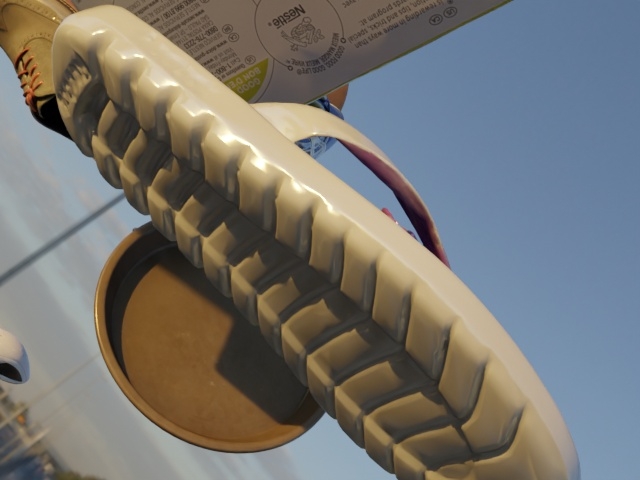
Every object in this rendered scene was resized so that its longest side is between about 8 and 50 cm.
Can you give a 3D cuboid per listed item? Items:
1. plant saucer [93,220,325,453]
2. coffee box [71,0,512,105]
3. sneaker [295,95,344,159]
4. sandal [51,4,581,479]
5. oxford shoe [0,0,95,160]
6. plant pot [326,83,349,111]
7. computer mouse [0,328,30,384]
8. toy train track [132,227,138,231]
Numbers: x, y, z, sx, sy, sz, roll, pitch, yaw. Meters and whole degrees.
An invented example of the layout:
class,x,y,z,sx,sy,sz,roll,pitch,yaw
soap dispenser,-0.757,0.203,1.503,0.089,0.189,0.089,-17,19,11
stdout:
class,x,y,z,sx,sy,sz,roll,pitch,yaw
plant saucer,-0.106,0.095,1.041,0.278,0.278,0.041,49,-43,6
coffee box,-0.013,-0.325,0.776,0.338,0.337,0.334,-22,-66,35
sneaker,-0.016,-0.127,1.105,0.081,0.211,0.080,-13,-87,27
sandal,0.004,-0.007,0.580,0.416,0.102,0.169,44,-32,11
oxford shoe,-0.356,-0.232,1.316,0.348,0.130,0.123,40,-46,5
plant pot,-0.130,-0.259,1.478,0.291,0.291,0.203,35,-5,40
computer mouse,-0.445,0.123,1.274,0.193,0.042,0.106,35,19,-38
toy train track,-0.268,-0.017,1.531,0.083,0.048,0.014,7,81,-75
